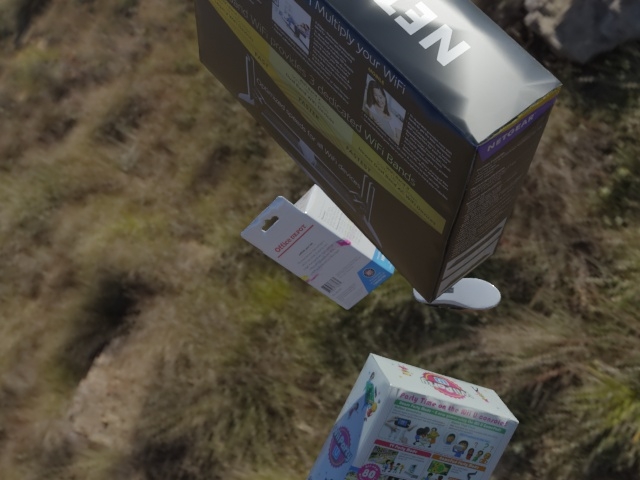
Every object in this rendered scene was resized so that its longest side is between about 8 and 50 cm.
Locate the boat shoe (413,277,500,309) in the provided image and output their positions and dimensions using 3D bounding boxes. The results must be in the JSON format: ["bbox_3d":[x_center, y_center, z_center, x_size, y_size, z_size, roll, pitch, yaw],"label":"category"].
[{"bbox_3d":[0.218,0.086,1.748,0.142,0.040,0.049,5,72,23],"label":"boat shoe"}]

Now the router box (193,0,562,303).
[{"bbox_3d":[0.022,-0.128,0.834,0.081,0.243,0.309,-36,71,-18],"label":"router box"}]

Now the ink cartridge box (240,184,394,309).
[{"bbox_3d":[0.000,0.000,1.438,0.104,0.181,0.062,-41,20,41],"label":"ink cartridge box"}]

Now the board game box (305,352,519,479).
[{"bbox_3d":[0.115,0.339,1.598,0.303,0.224,0.097,-64,25,15],"label":"board game box"}]
